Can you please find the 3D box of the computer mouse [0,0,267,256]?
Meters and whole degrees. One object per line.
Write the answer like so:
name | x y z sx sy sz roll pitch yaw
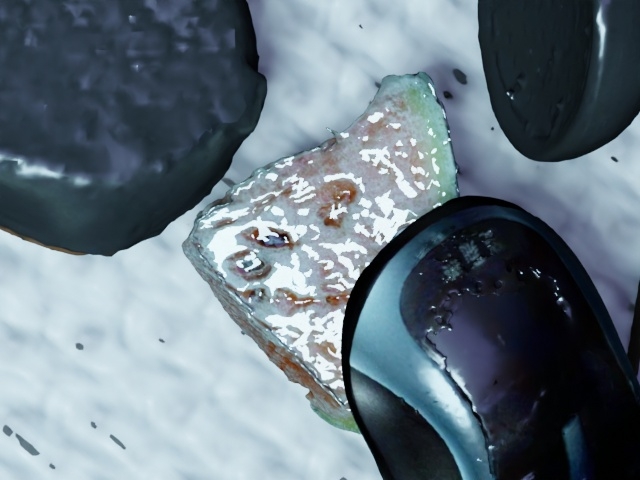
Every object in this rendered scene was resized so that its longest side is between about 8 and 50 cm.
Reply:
computer mouse | -0.185 -0.107 0.932 0.323 0.116 0.183 20 81 -11

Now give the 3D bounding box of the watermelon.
watermelon | 0.000 0.000 0.970 0.139 0.071 0.187 11 92 2

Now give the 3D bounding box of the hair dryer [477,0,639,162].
hair dryer | 0.222 -0.200 1.015 0.320 0.156 0.284 -12 66 -20

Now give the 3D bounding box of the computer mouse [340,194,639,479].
computer mouse | 0.098 0.092 0.916 0.137 0.096 0.233 -31 115 -19

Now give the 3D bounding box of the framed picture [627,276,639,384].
framed picture | 0.249 0.072 1.009 0.168 0.023 0.128 11 84 -5
